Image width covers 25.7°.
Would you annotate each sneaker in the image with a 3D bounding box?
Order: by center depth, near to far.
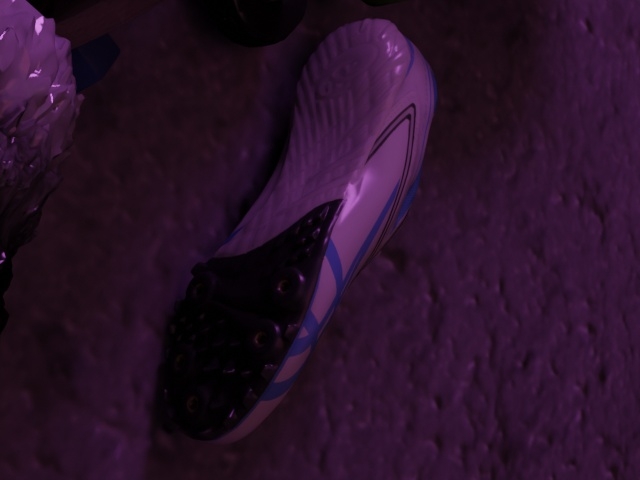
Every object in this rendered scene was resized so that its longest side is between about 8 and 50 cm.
[{"bbox_3d":[0.000,0.000,0.705,0.086,0.085,0.237,45,63,-43],"label":"sneaker"}]

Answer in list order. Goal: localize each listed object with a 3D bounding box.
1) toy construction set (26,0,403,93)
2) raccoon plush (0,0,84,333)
[{"bbox_3d":[-0.030,-0.218,0.564,0.257,0.237,0.309,-32,112,-40],"label":"toy construction set"},{"bbox_3d":[-0.153,0.113,0.375,0.216,0.299,0.447,23,82,-39],"label":"raccoon plush"}]
